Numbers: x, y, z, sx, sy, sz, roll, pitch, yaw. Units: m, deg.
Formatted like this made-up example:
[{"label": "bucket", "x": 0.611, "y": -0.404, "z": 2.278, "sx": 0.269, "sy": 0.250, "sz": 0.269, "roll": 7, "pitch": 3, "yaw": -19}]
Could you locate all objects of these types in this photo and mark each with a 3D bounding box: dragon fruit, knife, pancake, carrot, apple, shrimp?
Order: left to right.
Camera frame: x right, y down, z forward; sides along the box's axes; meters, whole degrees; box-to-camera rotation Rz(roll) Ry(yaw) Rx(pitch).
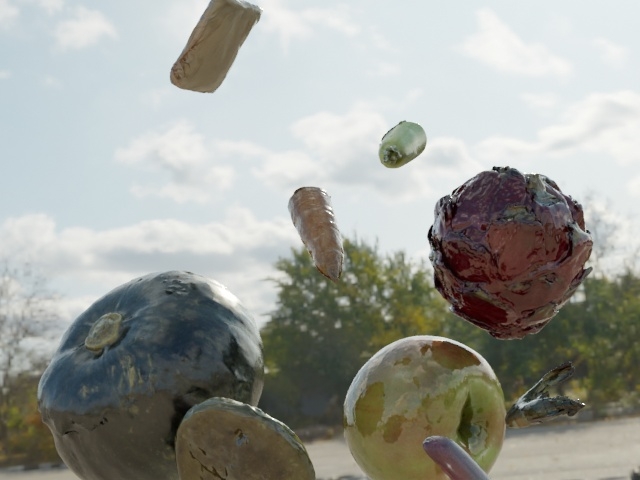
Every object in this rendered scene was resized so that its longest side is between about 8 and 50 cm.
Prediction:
[{"label": "pancake", "x": -0.127, "y": 0.354, "z": 1.333, "sx": 0.242, "sy": 0.241, "sz": 0.050, "roll": -11, "pitch": 19, "yaw": 24}, {"label": "carrot", "x": 0.000, "y": 0.000, "z": 1.304, "sx": 0.072, "sy": 0.205, "sz": 0.072, "roll": -7, "pitch": -52, "yaw": -8}, {"label": "apple", "x": 0.189, "y": 0.335, "z": 1.632, "sx": 0.319, "sy": 0.319, "sz": 0.277, "roll": 5, "pitch": -2, "yaw": -43}, {"label": "knife", "x": 0.231, "y": 0.355, "z": 1.092, "sx": 0.053, "sy": 0.278, "sz": 0.123, "roll": -36, "pitch": -3, "yaw": 29}, {"label": "dragon fruit", "x": 0.352, "y": 0.021, "z": 1.631, "sx": 0.329, "sy": 0.329, "sz": 0.329, "roll": -6, "pitch": -11, "yaw": -1}, {"label": "shrimp", "x": 0.377, "y": 0.241, "z": 1.375, "sx": 0.148, "sy": 0.035, "sz": 0.195, "roll": -35, "pitch": 0, "yaw": -30}]

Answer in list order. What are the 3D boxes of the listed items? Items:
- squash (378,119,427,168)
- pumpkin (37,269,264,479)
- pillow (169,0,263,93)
[{"label": "squash", "x": 0.154, "y": -0.188, "z": 1.778, "sx": 0.075, "sy": 0.090, "sz": 0.200, "roll": 23, "pitch": 25, "yaw": 17}, {"label": "pumpkin", "x": -0.313, "y": 0.270, "z": 1.645, "sx": 0.455, "sy": 0.454, "sz": 0.344, "roll": -14, "pitch": -50, "yaw": 35}, {"label": "pillow", "x": -0.229, "y": -0.435, "z": 1.917, "sx": 0.173, "sy": 0.067, "sz": 0.270, "roll": -9, "pitch": -34, "yaw": -51}]
